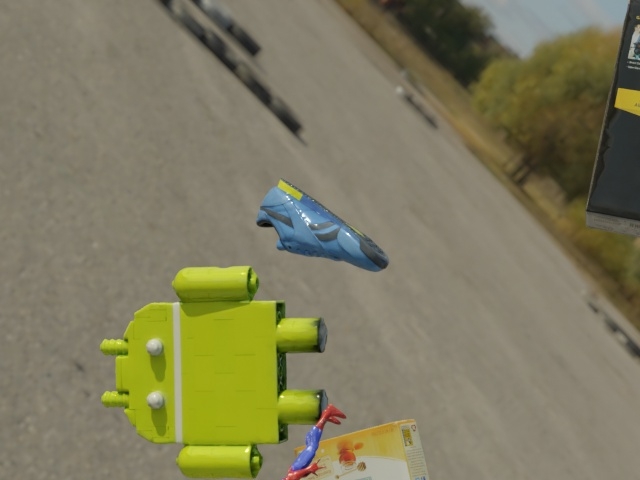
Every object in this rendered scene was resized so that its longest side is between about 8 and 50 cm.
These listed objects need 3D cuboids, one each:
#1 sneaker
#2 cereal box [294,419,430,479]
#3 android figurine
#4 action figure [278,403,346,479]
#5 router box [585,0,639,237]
[{"bbox_3d":[0.000,0.000,1.852,0.209,0.082,0.069,35,1,33],"label":"sneaker"},{"bbox_3d":[0.065,0.351,1.720,0.047,0.173,0.240,2,71,-50],"label":"cereal box"},{"bbox_3d":[-0.127,0.153,1.659,0.056,0.273,0.248,7,83,-77],"label":"android figurine"},{"bbox_3d":[-0.017,0.196,1.234,0.030,0.115,0.038,40,-23,-1],"label":"action figure"},{"bbox_3d":[0.450,-0.108,1.481,0.309,0.242,0.081,12,-10,13],"label":"router box"}]
